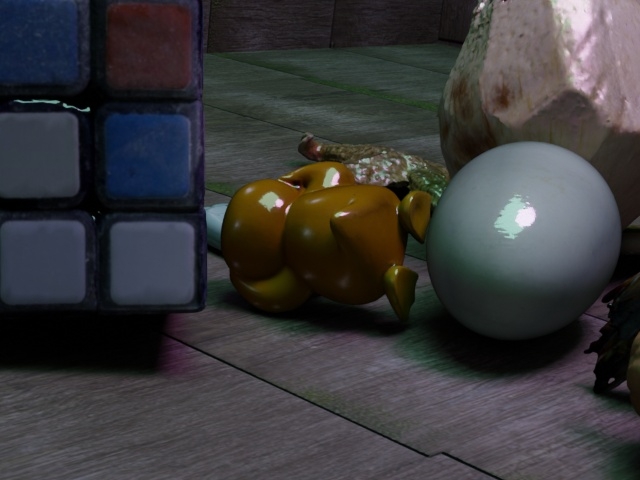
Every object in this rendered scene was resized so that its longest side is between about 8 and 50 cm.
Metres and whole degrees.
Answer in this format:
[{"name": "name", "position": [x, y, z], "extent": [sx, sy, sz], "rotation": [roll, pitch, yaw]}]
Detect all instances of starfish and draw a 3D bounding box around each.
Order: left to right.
[{"name": "starfish", "position": [0.100, -0.104, 2.270], "extent": [0.324, 0.082, 0.432], "rotation": [8, 18, -5]}]

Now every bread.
[{"name": "bread", "position": [0.521, -0.001, 2.036], "extent": [0.267, 0.040, 0.267], "rotation": [-1, 3, 0]}]

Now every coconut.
[{"name": "coconut", "position": [0.338, -0.167, 1.940], "extent": [0.344, 0.415, 0.415], "rotation": [-6, 13, 11]}]

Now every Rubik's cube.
[{"name": "Rubik's cube", "position": [-0.310, -0.103, 1.526], "extent": [0.362, 0.363, 0.359], "rotation": [3, 4, -11]}]

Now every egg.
[{"name": "egg", "position": [0.242, 0.002, 1.655], "extent": [0.230, 0.230, 0.371], "rotation": [11, 20, 18]}]

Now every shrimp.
[{"name": "shrimp", "position": [0.364, 0.061, 1.413], "extent": [0.178, 0.289, 0.075], "rotation": [17, 47, -48]}]

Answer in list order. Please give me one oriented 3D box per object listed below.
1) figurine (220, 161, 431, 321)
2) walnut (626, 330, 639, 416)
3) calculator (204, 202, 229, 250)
[{"name": "figurine", "position": [0.004, -0.002, 1.664], "extent": [0.215, 0.215, 0.228], "rotation": [-10, 5, -44]}, {"name": "walnut", "position": [0.415, 0.133, 1.291], "extent": [0.261, 0.225, 0.225], "rotation": [-3, 6, 42]}, {"name": "calculator", "position": [-0.071, -0.010, 1.920], "extent": [0.184, 0.042, 0.295], "rotation": [-7, 21, -40]}]
